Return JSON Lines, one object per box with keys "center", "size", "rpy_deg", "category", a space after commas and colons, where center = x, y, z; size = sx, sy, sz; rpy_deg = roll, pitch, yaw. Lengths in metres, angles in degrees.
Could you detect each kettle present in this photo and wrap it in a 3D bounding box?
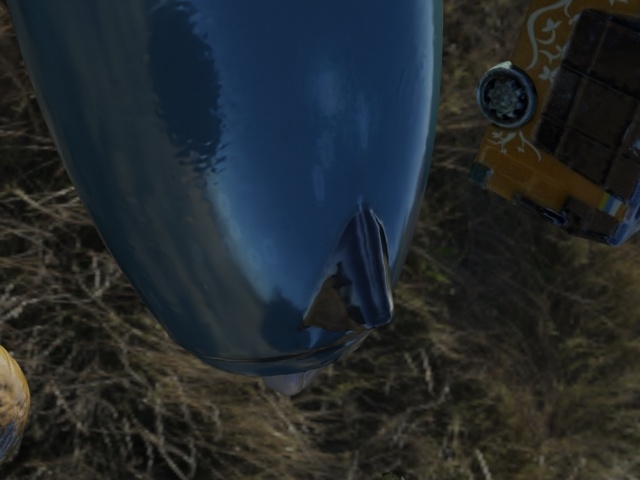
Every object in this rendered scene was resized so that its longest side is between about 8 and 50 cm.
{"center": [-0.063, -0.089, 0.649], "size": [0.247, 0.319, 0.342], "rpy_deg": [-19, 113, -27], "category": "kettle"}

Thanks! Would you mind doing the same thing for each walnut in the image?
{"center": [-0.516, 0.231, 1.442], "size": [0.228, 0.228, 0.228], "rpy_deg": [0, 90, -53], "category": "walnut"}

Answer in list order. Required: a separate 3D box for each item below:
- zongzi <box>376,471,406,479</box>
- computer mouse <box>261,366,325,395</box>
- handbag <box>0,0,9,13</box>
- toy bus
{"center": [0.030, 0.391, 1.017], "size": [0.286, 0.138, 0.300], "rpy_deg": [-48, 151, -19], "category": "zongzi"}
{"center": [0.000, 0.000, 0.987], "size": [0.184, 0.121, 0.297], "rpy_deg": [97, -8, -49], "category": "computer mouse"}
{"center": [-0.241, -0.290, 1.105], "size": [0.254, 0.181, 0.181], "rpy_deg": [40, 29, -1], "category": "handbag"}
{"center": [0.275, -0.171, 0.960], "size": [0.162, 0.194, 0.323], "rpy_deg": [-30, 144, -46], "category": "toy bus"}
